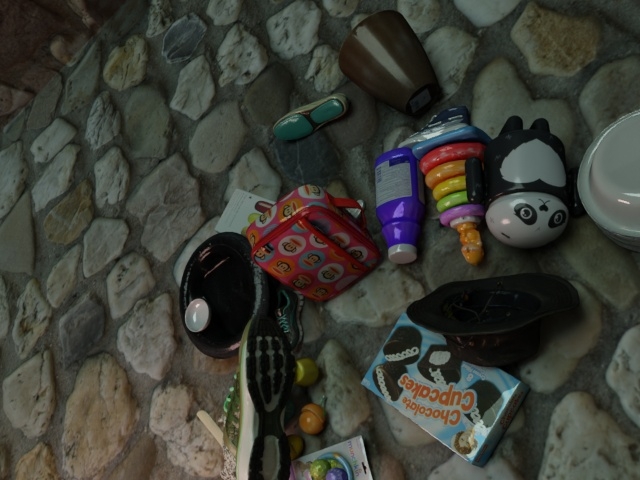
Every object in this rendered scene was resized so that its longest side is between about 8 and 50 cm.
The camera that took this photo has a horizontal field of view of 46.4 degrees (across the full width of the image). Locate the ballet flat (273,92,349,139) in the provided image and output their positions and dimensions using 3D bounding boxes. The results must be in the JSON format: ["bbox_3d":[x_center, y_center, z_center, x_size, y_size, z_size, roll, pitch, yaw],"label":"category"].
[{"bbox_3d":[-0.023,-0.358,2.132,0.248,0.086,0.086,-17,57,30],"label":"ballet flat"}]

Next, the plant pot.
[{"bbox_3d":[0.196,-0.433,1.920,0.215,0.215,0.230,-42,62,13],"label":"plant pot"}]

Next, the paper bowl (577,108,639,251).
[{"bbox_3d":[0.634,-0.129,1.419,0.284,0.148,0.284,-18,58,31],"label":"paper bowl"}]

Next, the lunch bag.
[{"bbox_3d":[0.000,0.000,1.761,0.258,0.293,0.120,-36,44,19],"label":"lunch bag"}]

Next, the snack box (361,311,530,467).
[{"bbox_3d":[0.250,0.301,1.552,0.322,0.060,0.187,29,87,44],"label":"snack box"}]

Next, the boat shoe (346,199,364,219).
[{"bbox_3d":[0.074,-0.065,1.912,0.100,0.035,0.035,-52,46,4],"label":"boat shoe"}]

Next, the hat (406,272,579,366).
[{"bbox_3d":[0.343,0.172,1.475,0.331,0.331,0.134,0,106,39],"label":"hat"}]

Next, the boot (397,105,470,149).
[{"bbox_3d":[0.280,-0.266,1.843,0.190,0.069,0.086,-14,51,24],"label":"boot"}]

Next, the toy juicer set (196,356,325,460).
[{"bbox_3d":[-0.120,0.434,1.775,0.329,0.089,0.209,-31,69,18],"label":"toy juicer set"}]

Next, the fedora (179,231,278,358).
[{"bbox_3d":[-0.217,0.147,1.939,0.334,0.152,0.334,-12,70,35],"label":"fedora"}]

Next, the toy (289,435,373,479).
[{"bbox_3d":[-0.002,0.527,1.628,0.237,0.056,0.137,-29,63,28],"label":"toy"}]

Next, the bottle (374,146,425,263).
[{"bbox_3d":[0.191,-0.083,1.788,0.118,0.092,0.283,-19,56,31],"label":"bottle"}]

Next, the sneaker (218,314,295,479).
[{"bbox_3d":[-0.174,0.372,1.693,0.182,0.158,0.410,-9,72,40],"label":"sneaker"}]

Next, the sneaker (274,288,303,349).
[{"bbox_3d":[-0.088,0.196,1.872,0.065,0.076,0.166,-20,56,31],"label":"sneaker"}]

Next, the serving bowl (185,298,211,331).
[{"bbox_3d":[-0.302,0.189,1.876,0.083,0.027,0.083,-12,70,35],"label":"serving bowl"}]

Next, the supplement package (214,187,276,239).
[{"bbox_3d":[-0.140,-0.030,1.997,0.244,0.134,0.139,20,81,43],"label":"supplement package"}]

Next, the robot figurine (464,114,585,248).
[{"bbox_3d":[0.428,-0.122,1.558,0.209,0.173,0.278,-12,62,33],"label":"robot figurine"}]

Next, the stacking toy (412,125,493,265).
[{"bbox_3d":[0.319,-0.087,1.670,0.165,0.175,0.302,-18,70,32],"label":"stacking toy"}]
